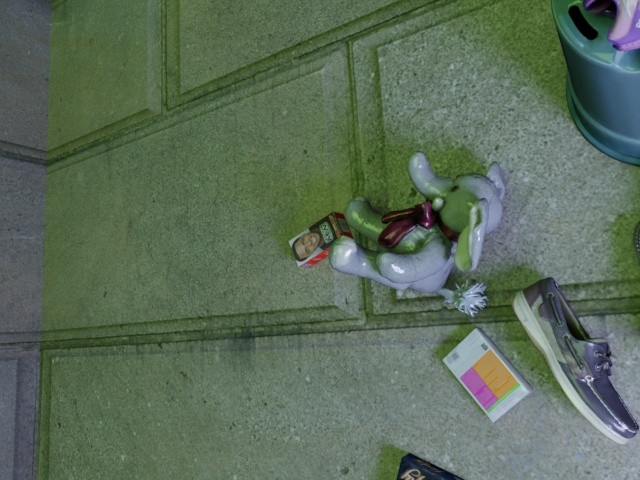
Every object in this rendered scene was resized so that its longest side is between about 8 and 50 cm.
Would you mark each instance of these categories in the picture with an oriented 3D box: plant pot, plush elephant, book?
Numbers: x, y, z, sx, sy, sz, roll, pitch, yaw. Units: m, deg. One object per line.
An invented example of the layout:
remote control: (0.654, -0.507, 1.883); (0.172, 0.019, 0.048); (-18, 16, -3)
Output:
plant pot: (0.494, -0.304, 0.773); (0.341, 0.334, 0.341); (-6, 80, 34)
plush elephant: (0.207, -0.037, 0.992); (0.330, 0.272, 0.255); (29, 117, 6)
book: (0.306, 0.249, 1.018); (0.096, 0.035, 0.144); (-50, 59, 23)

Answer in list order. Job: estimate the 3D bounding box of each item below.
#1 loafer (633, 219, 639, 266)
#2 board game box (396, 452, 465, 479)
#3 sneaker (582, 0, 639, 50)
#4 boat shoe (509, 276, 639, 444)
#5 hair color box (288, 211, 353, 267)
loafer: (0.535, 0.031, 0.875); (0.056, 0.050, 0.148); (-5, 65, 31)
board game box: (0.246, 0.528, 1.016); (0.243, 0.042, 0.165); (14, 92, 36)
sneaker: (0.343, -0.318, 0.624); (0.104, 0.095, 0.236); (-24, 71, 39)
boat shoe: (0.426, 0.187, 0.900); (0.092, 0.103, 0.285); (-45, 55, 28)
hair color box: (0.000, 0.000, 1.259); (0.141, 0.043, 0.072); (-34, 67, 28)
